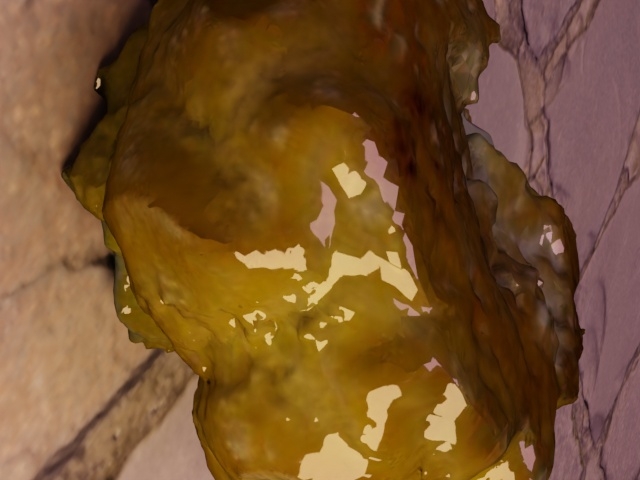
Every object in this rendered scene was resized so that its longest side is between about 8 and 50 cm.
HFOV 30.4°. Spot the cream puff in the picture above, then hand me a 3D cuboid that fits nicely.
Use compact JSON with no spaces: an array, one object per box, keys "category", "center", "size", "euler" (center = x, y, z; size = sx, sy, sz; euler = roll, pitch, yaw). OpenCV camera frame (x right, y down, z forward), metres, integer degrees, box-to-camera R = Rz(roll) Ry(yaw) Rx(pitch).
[{"category":"cream puff","center":[0.001,-0.001,0.521],"size":[0.282,0.185,0.282],"euler":[40,41,-48]}]
